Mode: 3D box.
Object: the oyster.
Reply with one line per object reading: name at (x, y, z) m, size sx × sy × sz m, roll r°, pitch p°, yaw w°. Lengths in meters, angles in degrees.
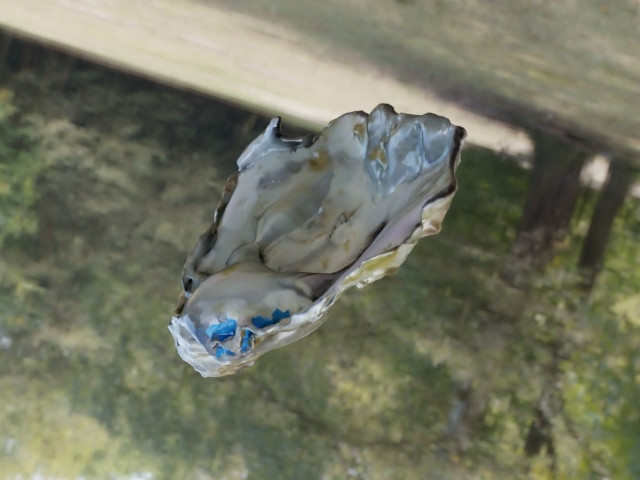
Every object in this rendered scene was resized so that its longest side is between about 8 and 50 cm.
oyster at (0.000, 0.000, 0.965) m, size 0.083 × 0.214 × 0.223 m, roll 40°, pitch 160°, yaw -33°
